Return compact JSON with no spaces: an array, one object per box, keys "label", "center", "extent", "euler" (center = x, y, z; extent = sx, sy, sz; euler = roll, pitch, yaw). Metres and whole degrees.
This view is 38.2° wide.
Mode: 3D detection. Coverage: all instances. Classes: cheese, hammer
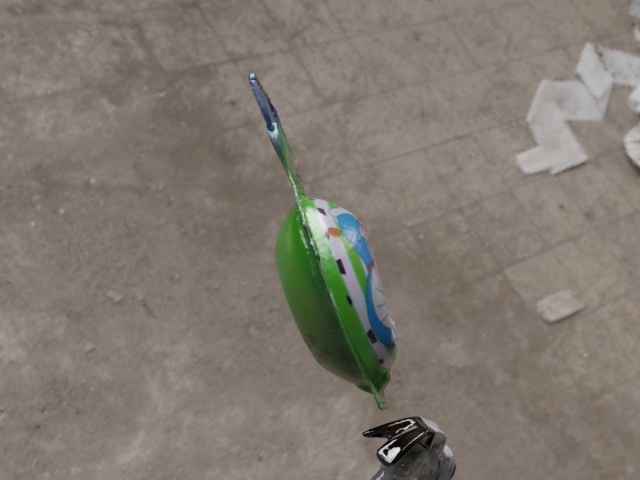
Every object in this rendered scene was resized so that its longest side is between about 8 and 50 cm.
[{"label":"cheese","center":[0.000,0.000,0.835],"extent":[0.083,0.204,0.321],"euler":[-21,78,5]},{"label":"hammer","center":[-0.038,0.323,0.820],"extent":[0.427,0.152,0.044],"euler":[-48,58,-5]}]
